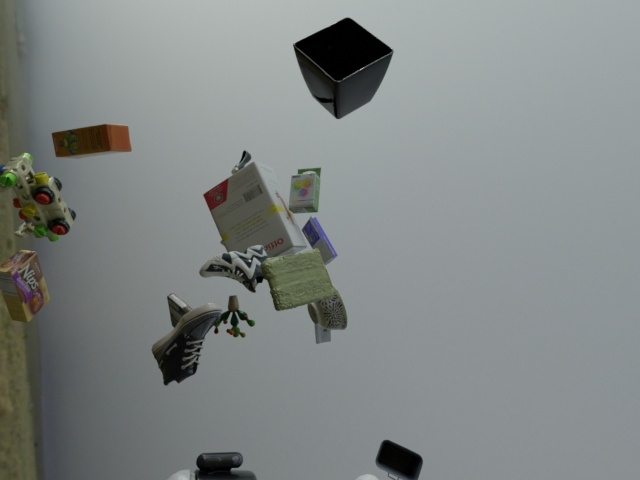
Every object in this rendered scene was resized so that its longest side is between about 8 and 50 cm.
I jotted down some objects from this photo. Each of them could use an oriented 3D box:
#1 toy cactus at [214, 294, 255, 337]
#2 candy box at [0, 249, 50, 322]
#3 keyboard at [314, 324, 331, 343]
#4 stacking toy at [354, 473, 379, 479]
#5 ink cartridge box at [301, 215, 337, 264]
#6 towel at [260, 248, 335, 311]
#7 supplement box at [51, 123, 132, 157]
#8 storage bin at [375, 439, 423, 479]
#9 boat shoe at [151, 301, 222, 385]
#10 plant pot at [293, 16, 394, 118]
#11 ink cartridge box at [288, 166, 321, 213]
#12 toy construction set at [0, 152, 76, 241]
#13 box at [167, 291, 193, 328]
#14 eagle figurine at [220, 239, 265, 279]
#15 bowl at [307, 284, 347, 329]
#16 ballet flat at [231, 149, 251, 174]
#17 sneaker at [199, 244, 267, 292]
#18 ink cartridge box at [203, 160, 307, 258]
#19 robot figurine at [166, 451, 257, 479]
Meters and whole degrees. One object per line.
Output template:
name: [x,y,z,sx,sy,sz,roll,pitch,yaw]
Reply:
toy cactus: [-0.383,0.328,1.739,0.219,0.112,0.180,-10,-99,37]
candy box: [-0.869,0.134,1.184,0.109,0.053,0.186,-84,-175,-58]
keyboard: [0.011,0.401,1.809,0.255,0.072,0.014,88,-13,-52]
stacking toy: [0.077,1.063,1.423,0.351,0.350,0.479,13,-118,53]
ink cartridge box: [0.000,0.000,1.811,0.206,0.045,0.208,60,-19,7]
towel: [-0.042,0.077,0.798,0.027,0.148,0.109,-35,-108,48]
supplement box: [-0.661,-0.284,1.165,0.234,0.080,0.077,-1,-79,25]
storage bin: [0.238,0.692,1.264,0.091,0.135,0.098,84,29,-67]
boat shoe: [-0.426,0.352,1.348,0.341,0.127,0.158,-41,-117,27]
plant pot: [0.058,-0.445,1.087,0.187,0.188,0.167,48,-18,23]
ink cartridge box: [-0.062,-0.217,1.652,0.109,0.062,0.209,-2,-110,19]
toy construction set: [-0.790,-0.099,1.070,0.327,0.215,0.151,95,-12,-55]
box: [-0.561,0.322,1.653,0.137,0.036,0.225,34,-42,17]
eagle figurine: [-0.306,0.047,1.916,0.225,0.226,0.298,-43,-118,27]
bowl: [0.010,0.220,1.290,0.170,0.080,0.170,47,-33,44]
ballet flat: [-0.363,-0.349,1.820,0.058,0.049,0.173,-27,-154,34]
sneaker: [-0.280,0.120,1.376,0.152,0.235,0.094,65,-26,23]
ink cartridge box: [-0.267,-0.081,1.657,0.279,0.160,0.384,-28,-101,17]
robot figurine: [-0.247,0.633,0.949,0.209,0.279,0.173,-98,-154,-47]
